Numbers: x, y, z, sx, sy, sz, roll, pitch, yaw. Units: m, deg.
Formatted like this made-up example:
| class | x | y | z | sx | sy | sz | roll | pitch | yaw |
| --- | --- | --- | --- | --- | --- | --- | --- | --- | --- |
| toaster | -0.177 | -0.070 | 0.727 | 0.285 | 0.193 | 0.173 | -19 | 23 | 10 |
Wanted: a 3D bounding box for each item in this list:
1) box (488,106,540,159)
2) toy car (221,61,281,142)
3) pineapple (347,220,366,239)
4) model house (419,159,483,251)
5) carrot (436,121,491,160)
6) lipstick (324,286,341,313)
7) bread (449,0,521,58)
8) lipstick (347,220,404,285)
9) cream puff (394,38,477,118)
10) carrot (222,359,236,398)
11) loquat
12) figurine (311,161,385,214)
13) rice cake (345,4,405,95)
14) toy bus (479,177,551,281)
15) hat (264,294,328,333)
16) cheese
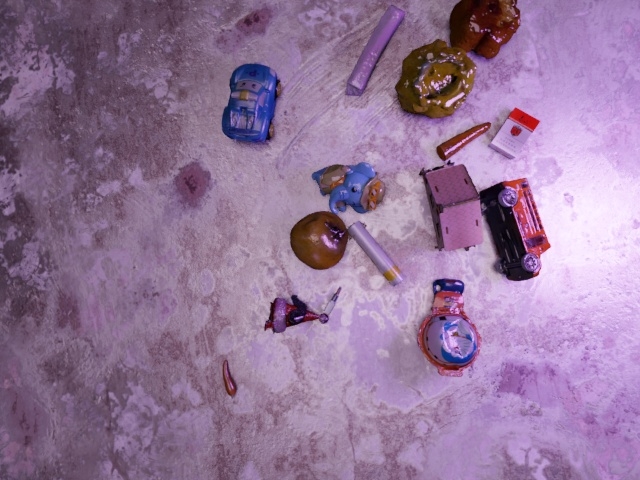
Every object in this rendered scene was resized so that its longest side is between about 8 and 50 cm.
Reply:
| class | x | y | z | sx | sy | sz | roll | pitch | yaw |
| --- | --- | --- | --- | --- | --- | --- | --- | --- | --- |
| box | 0.677 | -0.373 | 1.488 | 0.100 | 0.048 | 0.152 | 34 | 94 | 6 |
| toy car | -0.261 | -0.513 | 1.561 | 0.198 | 0.166 | 0.314 | 11 | 88 | 4 |
| pineapple | 0.127 | -0.043 | 1.557 | 0.083 | 0.019 | 0.045 | -37 | 86 | 7 |
| model house | 0.446 | -0.123 | 1.409 | 0.169 | 0.244 | 0.325 | -11 | 85 | 9 |
| carrot | 0.514 | -0.361 | 1.507 | 0.210 | 0.061 | 0.061 | -32 | 84 | 0 |
| lipstick | 0.048 | 0.217 | 1.553 | 0.025 | 0.025 | 0.107 | 28 | 85 | 8 |
| bread | 0.577 | -0.769 | 1.476 | 0.232 | 0.135 | 0.246 | 10 | 86 | -5 |
| lipstick | 0.196 | 0.044 | 1.515 | 0.059 | 0.059 | 0.264 | -39 | 88 | 4 |
| cream puff | 0.397 | -0.559 | 1.466 | 0.282 | 0.185 | 0.281 | -1 | 84 | 9 |
| carrot | -0.344 | 0.518 | 1.586 | 0.035 | 0.035 | 0.142 | -19 | 81 | 6 |
| loquat | 0.003 | 0.000 | 1.483 | 0.213 | 0.213 | 0.213 | 0 | 87 | 7 |
| figurine | 0.101 | -0.183 | 1.518 | 0.262 | 0.154 | 0.179 | 2 | 97 | 25 |
| rice cake | 0.196 | -0.698 | 1.562 | 0.073 | 0.056 | 0.364 | 30 | 91 | 10 |
| toy bus | 0.656 | -0.035 | 1.423 | 0.153 | 0.143 | 0.329 | -14 | 84 | -17 |
| hat | -0.082 | 0.275 | 1.525 | 0.228 | 0.140 | 0.128 | 5 | 98 | -5 |
| cheese | 0.437 | 0.292 | 1.448 | 0.217 | 0.129 | 0.329 | 6 | 70 | 2 |
